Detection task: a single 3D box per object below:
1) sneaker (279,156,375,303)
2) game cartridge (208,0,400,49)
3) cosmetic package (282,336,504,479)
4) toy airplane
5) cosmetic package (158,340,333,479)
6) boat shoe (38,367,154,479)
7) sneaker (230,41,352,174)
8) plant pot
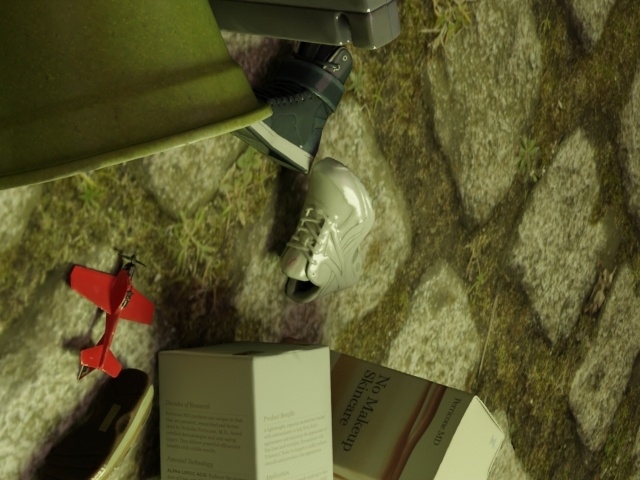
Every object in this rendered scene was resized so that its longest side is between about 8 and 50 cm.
[{"bbox_3d":[0.000,0.000,1.581,0.115,0.090,0.232,-35,144,-32],"label":"sneaker"},{"bbox_3d":[-0.091,-0.308,1.155,0.068,0.355,0.230,-33,126,-42],"label":"game cartridge"},{"bbox_3d":[0.063,0.246,1.590,0.153,0.296,0.129,-62,143,-21],"label":"cosmetic package"},{"bbox_3d":[-0.231,0.085,1.364,0.151,0.028,0.151,-23,119,-51],"label":"toy airplane"},{"bbox_3d":[-0.088,0.217,1.472,0.151,0.151,0.183,-1,89,-55],"label":"cosmetic package"},{"bbox_3d":[-0.239,0.234,1.372,0.190,0.068,0.072,-53,150,-31],"label":"boat shoe"},{"bbox_3d":[-0.046,-0.186,1.476,0.163,0.086,0.226,-64,154,-1],"label":"sneaker"},{"bbox_3d":[-0.207,-0.202,1.126,0.276,0.276,0.254,-24,104,-49],"label":"plant pot"}]
